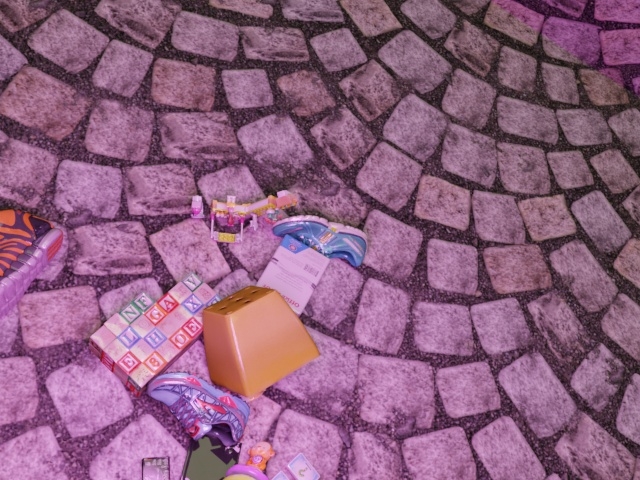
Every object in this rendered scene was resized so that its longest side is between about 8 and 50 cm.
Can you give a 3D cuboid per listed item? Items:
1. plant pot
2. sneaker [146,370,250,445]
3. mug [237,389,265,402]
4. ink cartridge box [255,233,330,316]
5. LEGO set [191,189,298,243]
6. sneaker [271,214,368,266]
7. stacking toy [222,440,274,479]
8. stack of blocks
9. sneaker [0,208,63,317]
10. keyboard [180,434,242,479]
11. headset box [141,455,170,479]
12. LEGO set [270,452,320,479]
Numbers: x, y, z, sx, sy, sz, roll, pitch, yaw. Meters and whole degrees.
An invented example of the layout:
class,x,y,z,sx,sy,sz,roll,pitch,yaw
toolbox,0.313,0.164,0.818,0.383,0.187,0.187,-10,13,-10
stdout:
class,x,y,z,sx,sy,sz,roll,pitch,yaw
plant pot,-0.163,0.223,1.871,0.212,0.212,0.187,-27,106,-28
sneaker,-0.282,0.392,1.811,0.262,0.104,0.125,26,42,-19
mug,-0.179,0.359,1.936,0.062,0.078,0.064,-30,64,4
ink cartridge box,-0.081,0.102,2.076,0.139,0.082,0.191,31,60,-1
LEGO set,-0.198,-0.058,2.089,0.287,0.132,0.107,-1,69,5
sneaker,0.000,0.000,2.148,0.275,0.107,0.110,13,70,-12
stacking toy,-0.169,0.566,1.746,0.175,0.166,0.302,-1,37,22
stack of blocks,-0.392,0.209,1.912,0.171,0.087,0.297,43,59,6
sneaker,-0.772,0.054,1.858,0.180,0.124,0.321,29,48,2
keyboard,-0.234,0.612,1.796,0.201,0.033,0.317,16,61,-9
headset box,-0.373,0.536,1.785,0.062,0.032,0.083,1,65,-18
LEGO set,-0.028,0.643,1.824,0.182,0.060,0.244,-36,87,-33
